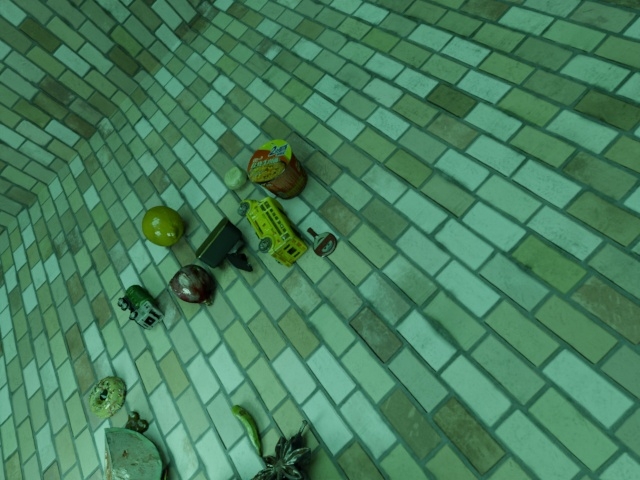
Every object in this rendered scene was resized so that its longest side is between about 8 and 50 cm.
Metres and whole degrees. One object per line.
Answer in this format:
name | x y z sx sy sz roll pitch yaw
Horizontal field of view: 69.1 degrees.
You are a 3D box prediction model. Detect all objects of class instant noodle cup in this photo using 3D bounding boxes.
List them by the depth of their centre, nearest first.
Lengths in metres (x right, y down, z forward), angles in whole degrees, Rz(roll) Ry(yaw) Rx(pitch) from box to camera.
instant noodle cup | -0.165 -0.276 1.899 0.214 0.174 0.213 -15 57 25

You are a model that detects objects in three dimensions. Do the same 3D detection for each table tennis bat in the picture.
table tennis bat | 0.000 0.000 1.753 0.098 0.019 0.155 -47 54 2

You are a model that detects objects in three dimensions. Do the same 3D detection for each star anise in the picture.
star anise | -0.103 0.669 1.396 0.262 0.081 0.230 -52 17 -31

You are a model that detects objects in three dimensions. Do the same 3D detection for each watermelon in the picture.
watermelon | -0.683 0.803 1.640 0.224 0.180 0.305 -38 48 -6

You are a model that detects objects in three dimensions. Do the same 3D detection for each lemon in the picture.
lemon | -0.721 -0.067 2.123 0.244 0.187 0.186 26 81 41

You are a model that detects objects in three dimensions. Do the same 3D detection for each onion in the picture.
onion | -0.508 0.192 1.890 0.195 0.159 0.159 44 92 12

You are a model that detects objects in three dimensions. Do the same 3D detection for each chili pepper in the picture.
chili pepper | -0.241 0.621 1.553 0.049 0.043 0.208 -40 51 -9

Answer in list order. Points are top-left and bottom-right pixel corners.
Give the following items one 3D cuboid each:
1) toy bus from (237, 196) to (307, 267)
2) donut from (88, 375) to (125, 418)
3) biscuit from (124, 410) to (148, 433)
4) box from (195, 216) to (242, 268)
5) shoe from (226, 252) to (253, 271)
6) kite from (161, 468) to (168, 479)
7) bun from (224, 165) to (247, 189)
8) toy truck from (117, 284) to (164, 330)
toy bus | -0.190 -0.056 1.817 0.152 0.144 0.330 -41 53 7
donut | -0.886 0.645 1.921 0.175 0.068 0.174 -15 59 26
biscuit | -0.747 0.775 1.792 0.138 0.031 0.204 20 79 37
box | -0.419 0.012 1.926 0.201 0.090 0.144 -51 20 -3
shoe | -0.313 0.083 1.877 0.160 0.062 0.053 20 50 43
kite | -0.545 0.924 1.559 0.152 0.015 0.285 -35 46 51
bun | -0.378 -0.279 2.098 0.115 0.069 0.115 -15 57 24
toy truck | -0.786 0.287 2.032 0.243 0.101 0.125 29 71 41
